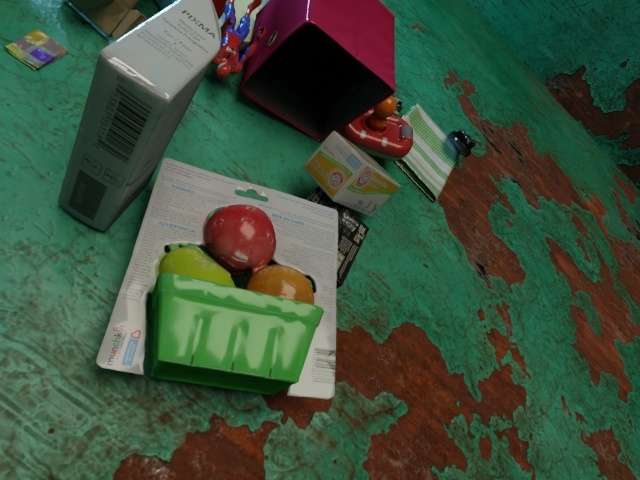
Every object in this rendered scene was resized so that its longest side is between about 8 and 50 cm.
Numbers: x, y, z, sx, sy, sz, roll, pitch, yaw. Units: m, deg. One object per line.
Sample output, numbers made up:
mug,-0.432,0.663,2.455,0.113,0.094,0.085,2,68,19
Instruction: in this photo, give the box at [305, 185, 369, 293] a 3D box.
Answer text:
box,0.000,0.000,0.872,0.147,0.077,0.180,39,46,-10

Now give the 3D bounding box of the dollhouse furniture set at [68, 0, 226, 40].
dollhouse furniture set,-0.329,-0.590,0.848,0.362,0.394,0.256,42,7,-8

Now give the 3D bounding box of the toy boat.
toy boat,0.150,-0.320,1.126,0.231,0.151,0.150,16,51,-8

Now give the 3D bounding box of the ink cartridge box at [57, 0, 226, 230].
ink cartridge box,-0.232,-0.230,0.677,0.091,0.308,0.384,36,45,-15

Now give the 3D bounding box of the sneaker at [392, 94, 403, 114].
sneaker,0.249,-0.448,1.386,0.031,0.035,0.083,5,60,-37

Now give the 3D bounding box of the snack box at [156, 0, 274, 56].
snack box,-0.223,-0.552,1.064,0.322,0.060,0.187,-31,86,-45

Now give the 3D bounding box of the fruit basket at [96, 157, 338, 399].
fruit basket,-0.127,0.054,0.675,0.327,0.165,0.352,15,50,-19

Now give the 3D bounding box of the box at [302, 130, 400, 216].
box,0.074,-0.139,0.935,0.114,0.103,0.203,50,18,26

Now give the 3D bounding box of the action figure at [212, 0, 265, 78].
action figure,-0.171,-0.475,0.930,0.092,0.139,0.280,25,60,-32

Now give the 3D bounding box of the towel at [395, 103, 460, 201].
towel,0.328,-0.293,1.348,0.248,0.038,0.325,45,45,-6

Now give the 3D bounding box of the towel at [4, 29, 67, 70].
towel,-0.497,-0.336,0.747,0.060,0.009,0.083,36,46,-15

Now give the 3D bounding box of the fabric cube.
fabric cube,0.000,-0.440,0.988,0.259,0.254,0.258,25,58,-35

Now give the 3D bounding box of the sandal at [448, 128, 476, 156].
sandal,0.496,-0.349,1.463,0.097,0.054,0.254,49,31,0
